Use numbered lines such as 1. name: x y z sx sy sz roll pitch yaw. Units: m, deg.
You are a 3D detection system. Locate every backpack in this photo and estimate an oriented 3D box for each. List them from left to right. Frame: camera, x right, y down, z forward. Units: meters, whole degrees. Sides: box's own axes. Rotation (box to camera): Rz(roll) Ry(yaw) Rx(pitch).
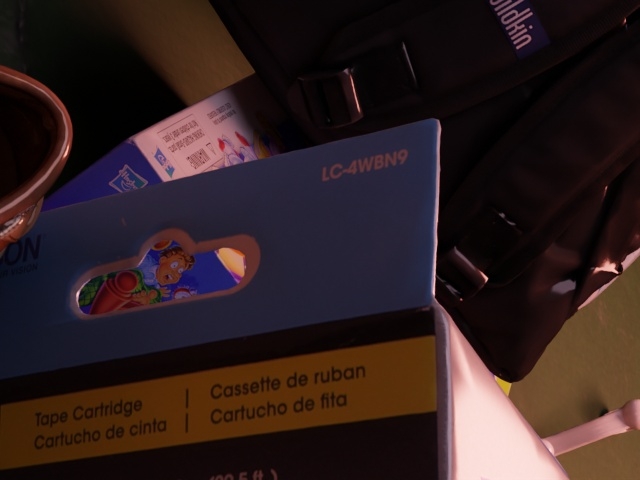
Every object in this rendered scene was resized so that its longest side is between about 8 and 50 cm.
1. backpack: 0.155 -0.149 0.964 0.290 0.355 0.273 51 10 -14

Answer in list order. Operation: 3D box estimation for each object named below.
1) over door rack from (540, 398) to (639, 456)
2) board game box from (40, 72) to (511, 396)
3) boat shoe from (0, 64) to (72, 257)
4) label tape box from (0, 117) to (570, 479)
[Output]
1. over door rack: 0.244 0.238 1.312 0.324 0.108 0.240 -4 75 -62
2. board game box: -0.009 0.036 0.911 0.233 0.078 0.347 55 16 -4
3. boat shoe: -0.224 -0.015 0.580 0.324 0.116 0.123 -18 85 -43
4. label tape box: -0.033 0.154 0.669 0.115 0.249 0.348 27 58 -52
